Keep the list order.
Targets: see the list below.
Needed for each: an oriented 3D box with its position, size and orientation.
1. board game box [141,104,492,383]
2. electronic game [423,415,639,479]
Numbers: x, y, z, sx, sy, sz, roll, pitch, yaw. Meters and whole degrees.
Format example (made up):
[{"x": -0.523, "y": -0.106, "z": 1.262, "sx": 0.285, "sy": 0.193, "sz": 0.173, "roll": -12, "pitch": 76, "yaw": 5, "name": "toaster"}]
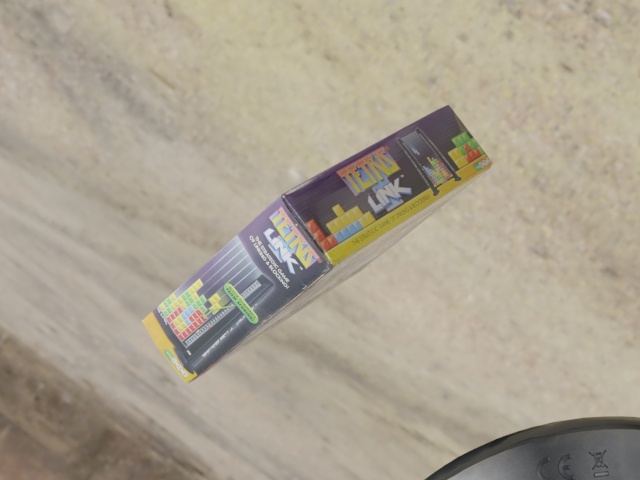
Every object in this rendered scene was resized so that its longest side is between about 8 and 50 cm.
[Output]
[{"x": 0.000, "y": 0.000, "z": 0.755, "sx": 0.048, "sy": 0.170, "sz": 0.141, "roll": 53, "pitch": 130, "yaw": 5, "name": "board game box"}, {"x": 0.121, "y": 0.181, "z": 0.621, "sx": 0.229, "sy": 0.229, "sz": 0.048, "roll": 42, "pitch": -164, "yaw": -20, "name": "electronic game"}]
